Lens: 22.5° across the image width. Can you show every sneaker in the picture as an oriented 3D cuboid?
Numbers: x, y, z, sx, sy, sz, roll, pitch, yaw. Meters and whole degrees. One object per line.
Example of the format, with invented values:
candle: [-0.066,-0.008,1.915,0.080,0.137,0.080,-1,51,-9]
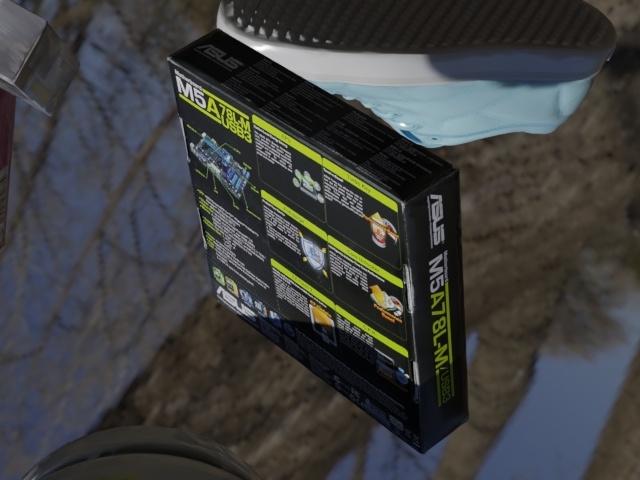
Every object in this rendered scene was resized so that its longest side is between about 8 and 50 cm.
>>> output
sneaker: [0.078,-0.137,1.395,0.366,0.150,0.135,3,-140,-20]

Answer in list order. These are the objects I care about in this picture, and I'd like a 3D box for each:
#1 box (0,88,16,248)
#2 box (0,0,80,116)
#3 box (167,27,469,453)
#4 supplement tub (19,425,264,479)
box: [-0.449,-0.098,1.656,0.243,0.213,0.117,8,-164,4]
box: [-0.292,-0.175,1.265,0.183,0.056,0.231,29,178,-2]
box: [0.000,0.000,0.881,0.191,0.045,0.184,33,143,38]
supplement tub: [-0.103,0.267,0.916,0.235,0.235,0.325,31,-165,-16]
